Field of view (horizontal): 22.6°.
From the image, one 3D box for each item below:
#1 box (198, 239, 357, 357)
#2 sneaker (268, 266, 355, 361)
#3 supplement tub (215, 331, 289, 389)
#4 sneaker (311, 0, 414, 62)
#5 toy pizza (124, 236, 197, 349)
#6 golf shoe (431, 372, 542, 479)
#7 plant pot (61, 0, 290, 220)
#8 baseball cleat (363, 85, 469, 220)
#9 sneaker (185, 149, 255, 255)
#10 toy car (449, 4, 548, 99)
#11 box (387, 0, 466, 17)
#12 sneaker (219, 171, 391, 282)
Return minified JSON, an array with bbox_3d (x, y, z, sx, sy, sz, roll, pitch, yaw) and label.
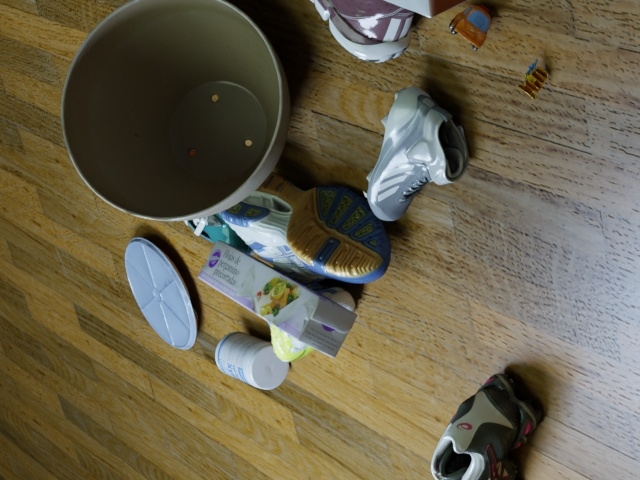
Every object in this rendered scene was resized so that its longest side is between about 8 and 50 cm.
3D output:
[{"bbox_3d":[-0.062,0.072,2.091,0.067,0.063,0.324,29,179,-29],"label":"box"},{"bbox_3d":[-0.036,0.084,2.171,0.126,0.091,0.240,58,153,8],"label":"sneaker"},{"bbox_3d":[-0.103,0.179,2.395,0.107,0.071,0.071,15,128,56],"label":"supplement tub"},{"bbox_3d":[0.015,-0.336,1.708,0.281,0.106,0.162,45,144,11],"label":"sneaker"},{"bbox_3d":[-0.253,0.083,2.607,0.201,0.032,0.201,40,144,37],"label":"toy pizza"},{"bbox_3d":[0.178,0.270,1.947,0.105,0.120,0.272,44,149,28],"label":"golf shoe"},{"bbox_3d":[-0.156,-0.155,2.019,0.284,0.284,0.191,54,-171,14],"label":"plant pot"},{"bbox_3d":[0.108,-0.076,1.801,0.109,0.072,0.206,39,149,25],"label":"baseball cleat"},{"bbox_3d":[-0.207,-0.087,2.274,0.302,0.121,0.108,56,153,10],"label":"sneaker"},{"bbox_3d":[0.184,-0.196,1.617,0.122,0.060,0.040,39,104,8],"label":"toy car"},{"bbox_3d":[0.147,-0.340,1.191,0.168,0.345,0.215,31,140,45],"label":"box"},{"bbox_3d":[0.000,0.000,2.050,0.296,0.112,0.131,26,158,47],"label":"sneaker"}]
